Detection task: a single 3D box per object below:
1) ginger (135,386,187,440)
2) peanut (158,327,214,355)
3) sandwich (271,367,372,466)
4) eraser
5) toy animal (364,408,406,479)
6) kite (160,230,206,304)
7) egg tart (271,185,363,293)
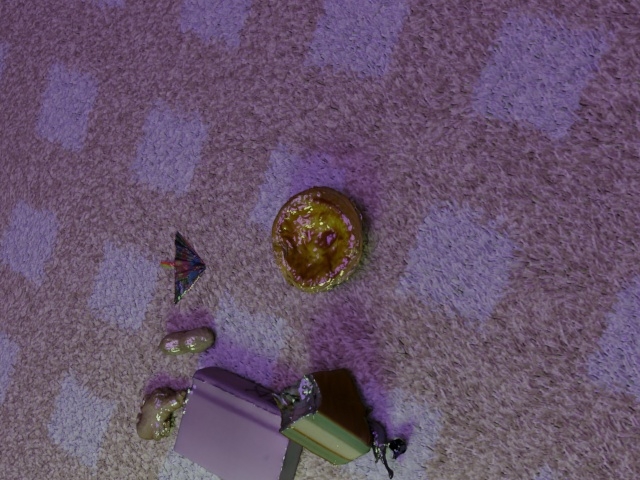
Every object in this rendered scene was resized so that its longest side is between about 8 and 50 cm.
[{"bbox_3d":[-0.510,0.533,1.885,0.137,0.074,0.213,37,108,11],"label":"ginger"},{"bbox_3d":[-0.417,0.314,1.840,0.187,0.082,0.082,-11,85,23],"label":"peanut"},{"bbox_3d":[0.003,0.472,1.554,0.155,0.198,0.227,-38,63,29],"label":"sandwich"},{"bbox_3d":[-0.231,0.556,1.733,0.359,0.122,0.272,17,98,25],"label":"eraser"},{"bbox_3d":[0.150,0.524,1.586,0.202,0.070,0.105,47,107,21],"label":"toy animal"},{"bbox_3d":[-0.440,0.093,1.893,0.183,0.014,0.241,6,93,26],"label":"kite"},{"bbox_3d":[0.000,0.000,1.638,0.294,0.116,0.295,-1,87,26],"label":"egg tart"}]
